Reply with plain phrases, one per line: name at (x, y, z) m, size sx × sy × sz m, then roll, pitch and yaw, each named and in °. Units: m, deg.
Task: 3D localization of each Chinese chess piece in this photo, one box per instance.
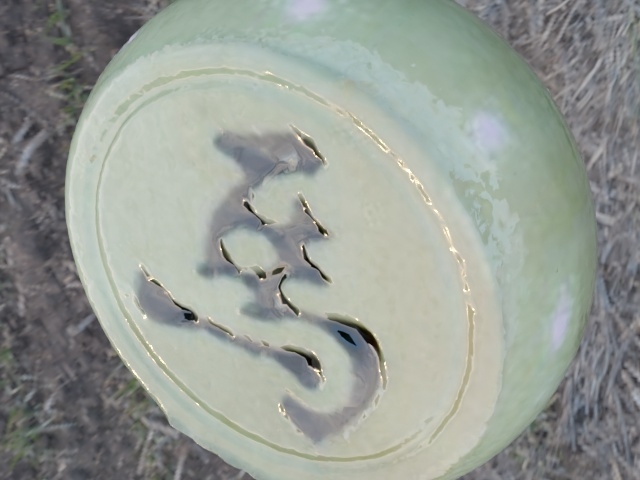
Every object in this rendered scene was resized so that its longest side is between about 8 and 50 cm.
Chinese chess piece at (0.000, 0.000, 0.559) m, size 0.250 × 0.101 × 0.250 m, roll 16°, pitch 124°, yaw 26°
